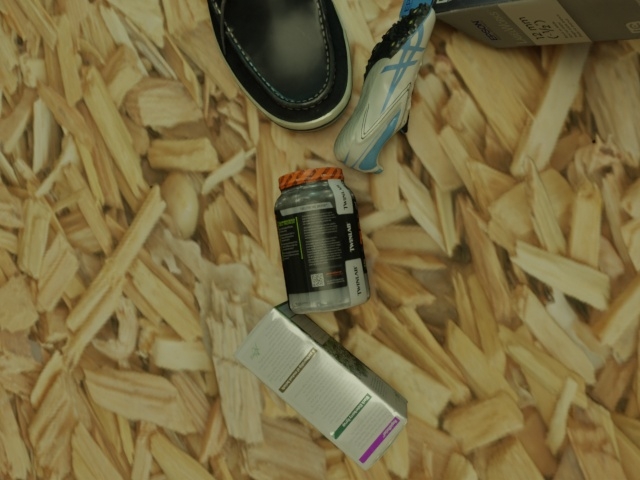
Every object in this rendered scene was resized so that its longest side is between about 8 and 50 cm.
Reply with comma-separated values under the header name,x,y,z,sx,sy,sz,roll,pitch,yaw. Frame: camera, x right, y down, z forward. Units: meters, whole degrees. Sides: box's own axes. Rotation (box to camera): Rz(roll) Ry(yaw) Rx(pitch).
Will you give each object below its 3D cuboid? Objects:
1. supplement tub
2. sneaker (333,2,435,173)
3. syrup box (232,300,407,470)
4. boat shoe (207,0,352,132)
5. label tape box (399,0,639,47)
name,x,y,z,sx,sy,sz,roll,pitch,yaw
supplement tub,0.000,0.000,0.716,0.117,0.117,0.190,-8,89,10
sneaker,0.099,-0.205,0.715,0.086,0.085,0.237,19,107,-22
syrup box,0.005,0.197,0.726,0.237,0.093,0.096,40,96,7
boat shoe,-0.097,-0.388,0.716,0.187,0.156,0.499,-20,88,7
label tape box,0.284,-0.381,0.635,0.348,0.115,0.249,24,94,54
